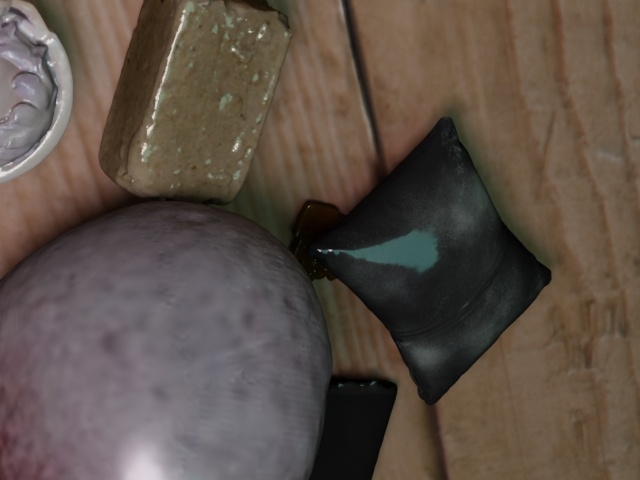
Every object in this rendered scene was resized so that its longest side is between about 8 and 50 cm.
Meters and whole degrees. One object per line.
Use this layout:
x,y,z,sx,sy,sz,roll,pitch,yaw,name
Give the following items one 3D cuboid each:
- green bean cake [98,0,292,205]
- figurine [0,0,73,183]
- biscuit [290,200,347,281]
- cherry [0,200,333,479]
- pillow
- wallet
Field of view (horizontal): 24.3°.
-0.104,-0.122,1.232,0.109,0.085,0.179,10,107,-33,green bean cake
-0.281,-0.124,1.098,0.237,0.141,0.162,32,101,-36,figurine
0.000,0.000,1.392,0.082,0.016,0.092,-34,125,-10,biscuit
-0.130,0.131,1.188,0.326,0.335,0.291,-47,129,-2,cherry
0.110,0.024,1.406,0.186,0.106,0.250,-46,129,-9,pillow
-0.048,0.300,1.495,0.197,0.051,0.377,5,109,-32,wallet
